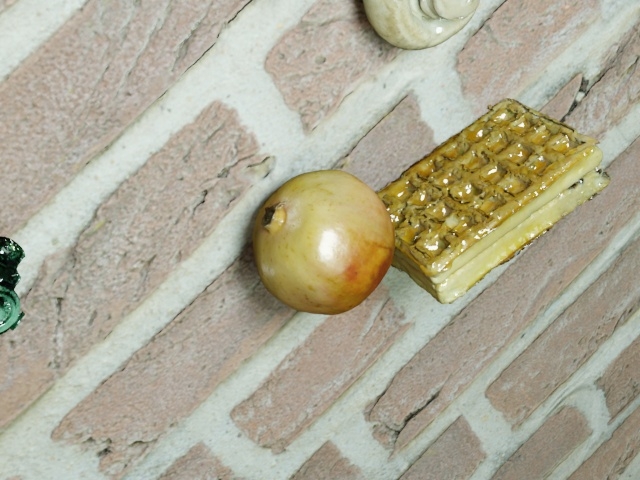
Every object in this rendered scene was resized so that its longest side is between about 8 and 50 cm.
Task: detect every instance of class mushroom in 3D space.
[{"bbox_3d":[0.130,-0.318,1.292,0.166,0.127,0.166,-12,114,-29],"label":"mushroom"}]

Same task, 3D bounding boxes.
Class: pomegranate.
[{"bbox_3d":[0.001,0.001,1.350,0.191,0.191,0.191,-17,123,-27],"label":"pomegranate"}]

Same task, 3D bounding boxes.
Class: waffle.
[{"bbox_3d":[0.218,-0.060,1.442,0.308,0.213,0.091,-37,127,-11],"label":"waffle"}]

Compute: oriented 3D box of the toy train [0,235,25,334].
[{"bbox_3d":[-0.434,0.097,1.134,0.269,0.115,0.154,-52,137,1],"label":"toy train"}]
